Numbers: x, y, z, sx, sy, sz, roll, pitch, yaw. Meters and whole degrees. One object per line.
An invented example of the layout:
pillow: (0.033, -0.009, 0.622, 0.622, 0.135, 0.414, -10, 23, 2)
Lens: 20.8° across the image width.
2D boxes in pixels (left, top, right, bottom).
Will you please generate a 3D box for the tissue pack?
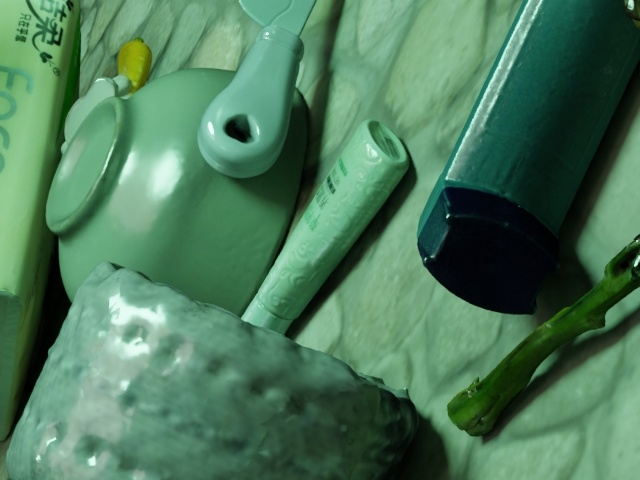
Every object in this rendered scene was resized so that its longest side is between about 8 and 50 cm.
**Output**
tissue pack: (-0.374, -0.042, 1.833, 0.331, 0.205, 0.404, 111, 167, -55)

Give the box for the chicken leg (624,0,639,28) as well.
chicken leg: (0.189, -0.193, 0.978, 0.107, 0.087, 0.251, -47, 49, 23)

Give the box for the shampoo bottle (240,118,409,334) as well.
shampoo bottle: (0.000, 0.000, 1.312, 0.190, 0.041, 0.069, -56, 31, 23)

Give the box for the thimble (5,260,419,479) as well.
thimble: (-0.069, 0.123, 1.121, 0.246, 0.217, 0.157, 23, 89, 32)

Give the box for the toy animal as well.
toy animal: (-0.213, -0.127, 1.783, 0.127, 0.131, 0.182, -22, 3, 12)

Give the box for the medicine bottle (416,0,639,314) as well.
medicine bottle: (0.136, -0.082, 1.049, 0.124, 0.079, 0.258, -167, 102, -87)

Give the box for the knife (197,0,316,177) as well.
knife: (-0.035, -0.194, 1.470, 0.044, 0.080, 0.331, 112, 176, -60)

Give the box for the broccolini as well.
broccolini: (0.159, 0.044, 0.973, 0.057, 0.071, 0.254, 53, 135, 16)

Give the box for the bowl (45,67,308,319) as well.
bowl: (-0.147, -0.037, 1.521, 0.289, 0.146, 0.289, -46, 30, 37)
